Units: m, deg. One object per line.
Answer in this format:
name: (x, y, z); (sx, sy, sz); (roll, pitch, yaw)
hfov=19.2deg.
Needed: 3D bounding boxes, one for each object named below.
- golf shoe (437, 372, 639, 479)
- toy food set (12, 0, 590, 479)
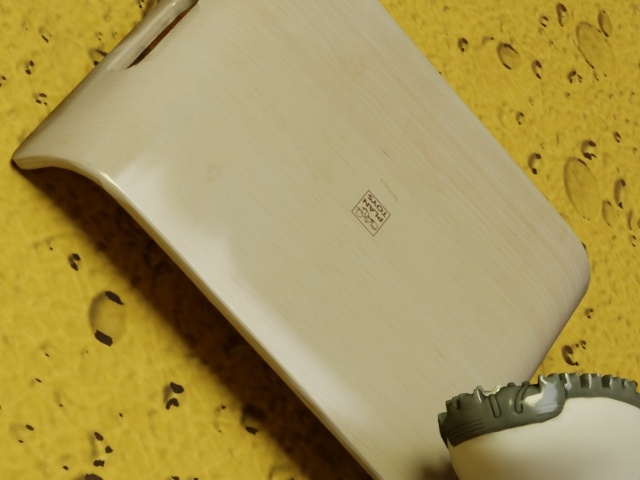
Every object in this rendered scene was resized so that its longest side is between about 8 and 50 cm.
golf shoe: (0.137, 0.156, 0.970); (0.273, 0.105, 0.120); (56, 24, -53)
toy food set: (0.000, 0.000, 1.034); (0.306, 0.092, 0.220); (48, 51, -11)
